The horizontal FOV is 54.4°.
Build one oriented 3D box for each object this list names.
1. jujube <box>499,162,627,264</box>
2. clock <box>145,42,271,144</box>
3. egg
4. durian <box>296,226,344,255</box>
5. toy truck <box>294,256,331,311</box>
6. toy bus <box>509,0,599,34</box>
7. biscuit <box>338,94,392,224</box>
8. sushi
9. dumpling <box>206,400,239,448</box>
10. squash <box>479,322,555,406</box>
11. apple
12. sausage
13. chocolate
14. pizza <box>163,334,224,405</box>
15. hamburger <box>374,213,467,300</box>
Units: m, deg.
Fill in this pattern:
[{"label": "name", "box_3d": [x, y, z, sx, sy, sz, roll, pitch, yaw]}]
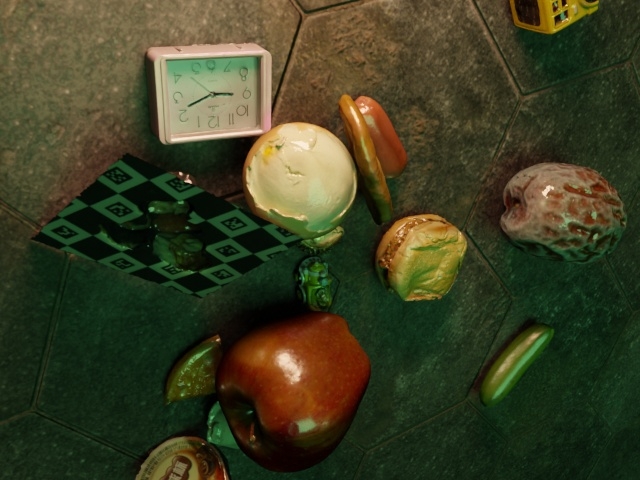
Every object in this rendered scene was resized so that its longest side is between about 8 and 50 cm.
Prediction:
[{"label": "jujube", "box_3d": [0.568, -0.052, 1.454, 0.307, 0.246, 0.215, 9, 67, -21]}, {"label": "clock", "box_3d": [-0.182, -0.246, 1.036, 0.197, 0.063, 0.150, -10, 120, -25]}, {"label": "egg", "box_3d": [-0.033, -0.100, 1.104, 0.201, 0.244, 0.201, 0, 84, 3]}, {"label": "durian", "box_3d": [-0.006, -0.001, 1.292, 0.130, 0.052, 0.066, -1, 77, -33]}, {"label": "toy truck", "box_3d": [-0.008, 0.092, 1.306, 0.076, 0.077, 0.111, -16, 122, -22]}, {"label": "toy bus", "box_3d": [0.417, -0.564, 1.156, 0.151, 0.145, 0.331, -34, 128, -8]}, {"label": "biscuit", "box_3d": [0.088, -0.126, 1.141, 0.045, 0.154, 0.299, -21, 155, 3]}, {"label": "sushi", "box_3d": [-0.251, -0.031, 1.048, 0.339, 0.069, 0.320, 25, 141, -35]}, {"label": "dumpling", "box_3d": [-0.143, 0.391, 1.368, 0.216, 0.105, 0.149, 19, 111, -31]}, {"label": "squash", "box_3d": [0.543, 0.344, 1.750, 0.082, 0.082, 0.292, 37, 92, -38]}, {"label": "apple", "box_3d": [-0.055, 0.291, 1.246, 0.317, 0.288, 0.288, -34, 131, -42]}, {"label": "sausage", "box_3d": [0.115, -0.198, 1.225, 0.077, 0.077, 0.194, -40, 127, -5]}, {"label": "chocolate", "box_3d": [-0.275, 0.537, 1.340, 0.221, 0.221, 0.147, -32, 147, -11]}, {"label": "pizza", "box_3d": [-0.243, 0.274, 1.292, 0.131, 0.041, 0.178, 24, 102, -34]}, {"label": "hamburger", "box_3d": [0.223, 0.039, 1.390, 0.213, 0.108, 0.214, -13, 121, -22]}]
